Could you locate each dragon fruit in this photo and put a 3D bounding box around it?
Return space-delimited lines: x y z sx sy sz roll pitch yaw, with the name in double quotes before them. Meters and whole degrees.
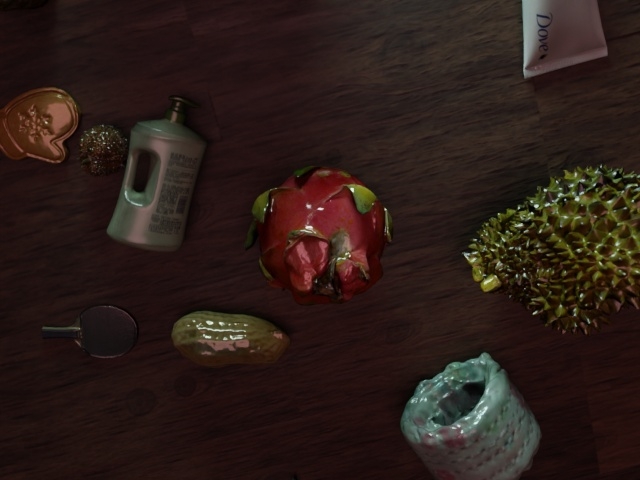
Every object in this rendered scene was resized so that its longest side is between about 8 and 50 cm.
"dragon fruit" -0.001 -0.003 0.973 0.223 0.227 0.224 1 101 6

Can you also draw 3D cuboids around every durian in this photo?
"durian" 0.377 0.015 0.976 0.292 0.258 0.258 -20 105 32
"durian" -0.333 -0.135 0.995 0.080 0.091 0.080 8 117 16

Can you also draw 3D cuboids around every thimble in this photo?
"thimble" 0.250 0.298 1.074 0.211 0.185 0.149 -42 105 -27

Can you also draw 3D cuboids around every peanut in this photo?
"peanut" -0.147 0.166 1.073 0.194 0.083 0.094 8 103 -4

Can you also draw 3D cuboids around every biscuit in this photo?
"biscuit" -0.435 -0.172 1.016 0.140 0.023 0.118 -32 102 5

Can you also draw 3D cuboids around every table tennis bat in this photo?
"table tennis bat" -0.386 0.154 1.099 0.157 0.014 0.095 0 104 -3

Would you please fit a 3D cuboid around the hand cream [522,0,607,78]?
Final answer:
"hand cream" 0.347 -0.375 0.971 0.133 0.083 0.248 -17 113 4

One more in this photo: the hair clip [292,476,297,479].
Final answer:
"hair clip" -0.064 0.535 1.186 0.070 0.039 0.230 24 103 -8

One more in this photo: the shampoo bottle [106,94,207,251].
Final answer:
"shampoo bottle" -0.243 -0.106 1.002 0.118 0.087 0.234 12 103 -22

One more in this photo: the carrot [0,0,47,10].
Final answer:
"carrot" -0.444 -0.341 0.858 0.101 0.263 0.102 1 114 3
